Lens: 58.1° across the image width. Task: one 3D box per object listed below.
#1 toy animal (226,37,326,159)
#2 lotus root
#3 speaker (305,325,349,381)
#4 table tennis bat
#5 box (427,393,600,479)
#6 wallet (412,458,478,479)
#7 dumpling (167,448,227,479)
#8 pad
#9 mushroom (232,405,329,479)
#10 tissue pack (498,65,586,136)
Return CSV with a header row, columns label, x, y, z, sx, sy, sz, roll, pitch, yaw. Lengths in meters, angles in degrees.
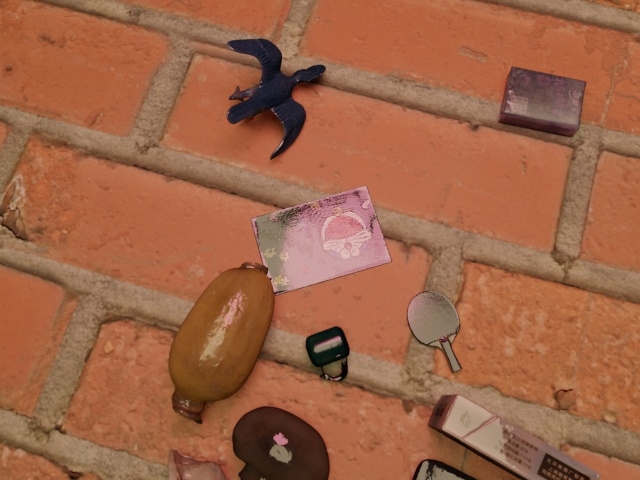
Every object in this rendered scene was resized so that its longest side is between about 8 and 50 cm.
label,x,y,z,sx,sy,sz,roll,pitch,yaw
toy animal,-0.097,-0.300,1.144,0.176,0.239,0.255,-14,28,25
lotus root,-0.174,0.173,1.023,0.146,0.131,0.304,24,77,9
speaker,0.018,0.209,1.044,0.075,0.060,0.095,-20,75,-3
table tennis bat,0.220,0.168,1.074,0.095,0.014,0.158,-21,73,-5
box,0.306,0.341,0.950,0.242,0.155,0.067,29,76,8
wallet,0.258,0.482,0.967,0.250,0.044,0.149,22,77,11
dumpling,-0.198,0.436,0.953,0.118,0.136,0.199,-38,87,-16
pad,0.000,0.000,1.133,0.245,0.006,0.170,-16,75,-3
mushroom,-0.072,0.362,0.986,0.188,0.117,0.141,28,65,13
tissue pack,0.452,-0.282,1.175,0.156,0.051,0.113,13,78,5
